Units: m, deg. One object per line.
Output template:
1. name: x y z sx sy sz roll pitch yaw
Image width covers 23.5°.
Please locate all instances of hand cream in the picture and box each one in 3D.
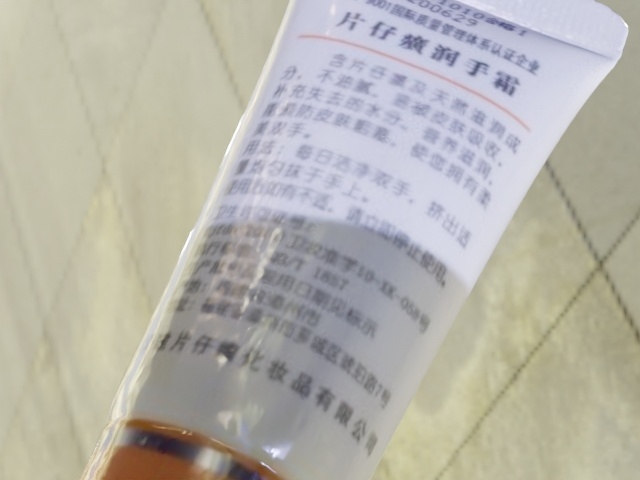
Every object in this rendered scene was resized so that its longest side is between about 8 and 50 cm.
1. hand cream: 0.000 0.000 0.579 0.314 0.140 0.089 -60 -10 -24
